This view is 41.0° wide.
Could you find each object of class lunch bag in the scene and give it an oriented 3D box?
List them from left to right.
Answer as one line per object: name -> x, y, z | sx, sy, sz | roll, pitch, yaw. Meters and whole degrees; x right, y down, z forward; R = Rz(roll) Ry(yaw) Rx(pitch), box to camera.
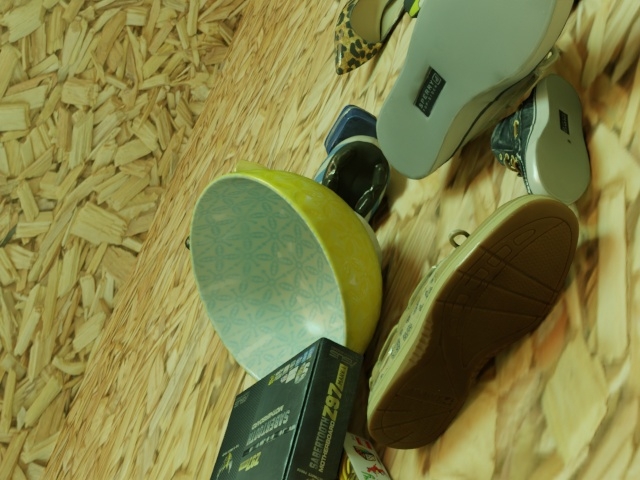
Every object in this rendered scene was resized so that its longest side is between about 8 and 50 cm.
lunch bag -> 0.049, -0.158, 1.341 | 0.098, 0.067, 0.065 | -57, 19, 21

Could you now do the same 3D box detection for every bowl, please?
bowl -> -0.017, 0.035, 1.066 | 0.156, 0.289, 0.289 | -24, -10, -39

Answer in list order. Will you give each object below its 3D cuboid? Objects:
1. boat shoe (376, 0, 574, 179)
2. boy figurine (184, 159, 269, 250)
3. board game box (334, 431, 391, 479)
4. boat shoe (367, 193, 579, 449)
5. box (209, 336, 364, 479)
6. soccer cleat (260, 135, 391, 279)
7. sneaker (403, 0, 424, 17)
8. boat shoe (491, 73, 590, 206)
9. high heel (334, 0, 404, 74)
boat shoe -> 0.190, -0.202, 0.912 | 0.156, 0.136, 0.367 | -32, -16, -27
boy figurine -> -0.194, -0.064, 1.834 | 0.285, 0.092, 0.177 | -47, 21, 47
board game box -> -0.019, 0.361, 0.839 | 0.305, 0.053, 0.193 | -60, 18, 8
boat shoe -> 0.122, 0.065, 0.785 | 0.285, 0.105, 0.089 | -56, 23, 23
box -> -0.050, 0.229, 0.938 | 0.233, 0.059, 0.183 | -42, 26, 51
soccer cleat -> 0.000, 0.000, 1.228 | 0.331, 0.116, 0.143 | -57, 3, 10
sneaker -> 0.184, -0.450, 1.199 | 0.121, 0.111, 0.300 | 47, 135, 24
boat shoe -> 0.208, -0.079, 0.826 | 0.083, 0.065, 0.183 | -46, 18, 43
high heel -> 0.111, -0.413, 1.481 | 0.261, 0.093, 0.186 | -62, 14, -19
